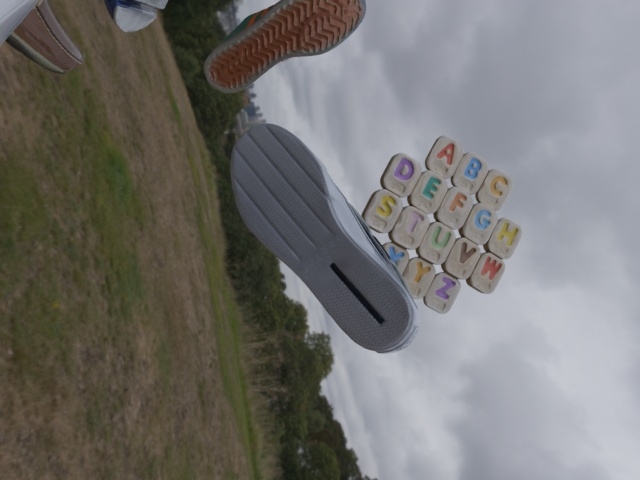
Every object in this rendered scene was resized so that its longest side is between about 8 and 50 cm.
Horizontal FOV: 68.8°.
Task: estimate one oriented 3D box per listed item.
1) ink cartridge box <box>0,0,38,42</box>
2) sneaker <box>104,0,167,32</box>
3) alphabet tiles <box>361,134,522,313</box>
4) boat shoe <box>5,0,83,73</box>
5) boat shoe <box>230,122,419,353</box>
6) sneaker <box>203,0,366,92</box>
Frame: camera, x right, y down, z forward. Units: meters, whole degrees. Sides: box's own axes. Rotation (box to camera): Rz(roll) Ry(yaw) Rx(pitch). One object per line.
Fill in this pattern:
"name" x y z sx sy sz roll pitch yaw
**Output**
"ink cartridge box" -0.443 -0.187 0.326 0.285 0.166 0.394 43 40 -33
"sneaker" -0.258 -0.482 0.655 0.182 0.315 0.127 43 17 -5
"alphabet tiles" 0.217 -0.025 0.816 0.278 0.284 0.021 -62 -167 -4
"boat shoe" -0.428 -0.372 0.624 0.122 0.120 0.324 56 -3 31
"boat shoe" 0.000 0.000 0.596 0.335 0.121 0.119 56 7 17
"sneaker" -0.067 -0.370 0.819 0.121 0.302 0.108 -90 155 -48
